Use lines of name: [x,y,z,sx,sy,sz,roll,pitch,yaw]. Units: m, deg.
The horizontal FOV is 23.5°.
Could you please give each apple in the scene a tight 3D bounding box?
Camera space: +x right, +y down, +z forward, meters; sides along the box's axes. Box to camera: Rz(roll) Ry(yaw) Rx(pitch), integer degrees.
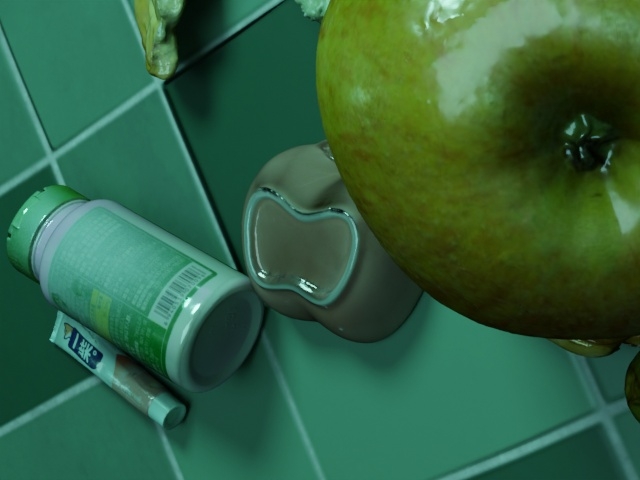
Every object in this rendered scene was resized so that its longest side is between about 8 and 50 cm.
apple: [0.191,-0.117,1.164,0.400,0.333,0.400,1,95,10]

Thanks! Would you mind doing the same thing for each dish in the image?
dish: [0.000,0.000,1.485,0.213,0.090,0.213,5,99,34]

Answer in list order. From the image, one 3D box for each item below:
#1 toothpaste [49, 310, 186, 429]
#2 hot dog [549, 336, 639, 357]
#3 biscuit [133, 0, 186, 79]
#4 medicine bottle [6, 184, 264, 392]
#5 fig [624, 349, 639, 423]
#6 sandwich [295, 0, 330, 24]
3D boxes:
toothpaste: [-0.228,0.139,1.695,0.205,0.036,0.056,35,113,30]
hot dog: [0.195,0.029,1.362,0.249,0.102,0.076,35,155,28]
biscuit: [-0.152,-0.322,1.542,0.154,0.045,0.299,-118,35,-54]
medicine bottle: [-0.200,0.041,1.602,0.274,0.133,0.133,29,111,28]
fig: [0.329,0.122,1.246,0.165,0.154,0.144,1,53,2]
sandwich: [0.027,-0.254,1.430,0.288,0.099,0.254,7,99,33]
